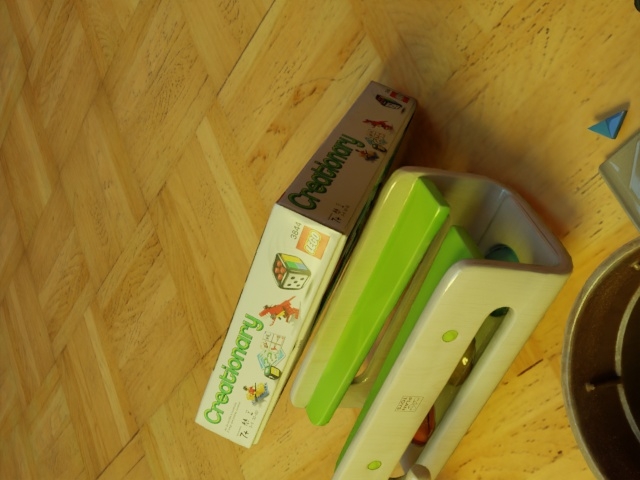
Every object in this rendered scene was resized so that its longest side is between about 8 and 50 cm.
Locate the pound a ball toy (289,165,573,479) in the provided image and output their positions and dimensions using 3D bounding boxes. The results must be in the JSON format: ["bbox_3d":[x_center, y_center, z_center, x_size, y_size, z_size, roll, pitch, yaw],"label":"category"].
[{"bbox_3d":[0.090,0.132,0.639,0.208,0.136,0.319,-115,39,-47],"label":"pound a ball toy"}]

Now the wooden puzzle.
[{"bbox_3d":[0.238,-0.046,0.552,0.078,0.014,0.116,-38,64,41],"label":"wooden puzzle"}]

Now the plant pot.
[{"bbox_3d":[0.248,0.070,0.427,0.167,0.165,0.167,5,96,51],"label":"plant pot"}]

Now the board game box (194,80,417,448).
[{"bbox_3d":[0.000,0.000,0.656,0.053,0.305,0.193,24,119,4],"label":"board game box"}]

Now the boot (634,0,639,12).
[{"bbox_3d":[0.201,-0.267,0.406,0.377,0.138,0.284,-104,7,-73],"label":"boot"}]
